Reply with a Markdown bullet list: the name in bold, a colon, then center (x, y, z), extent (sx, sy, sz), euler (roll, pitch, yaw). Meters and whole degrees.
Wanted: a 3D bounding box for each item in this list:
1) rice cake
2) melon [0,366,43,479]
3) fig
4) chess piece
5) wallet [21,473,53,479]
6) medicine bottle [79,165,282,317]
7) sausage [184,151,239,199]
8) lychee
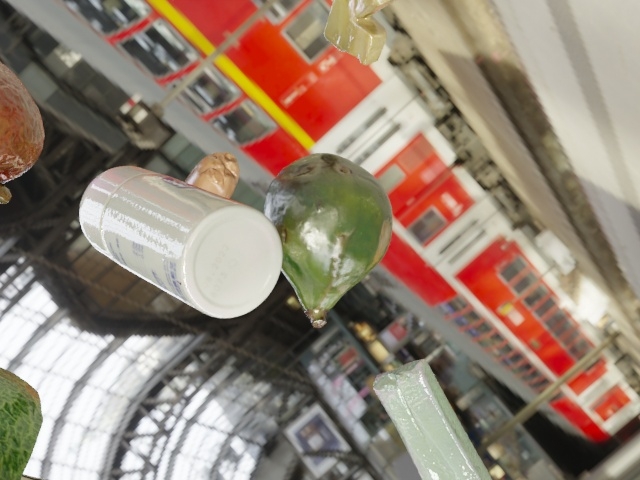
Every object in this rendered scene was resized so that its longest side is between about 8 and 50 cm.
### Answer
- **rice cake**: center (0.139, 0.245, 1.204), extent (0.221, 0.080, 0.042), euler (61, -148, -16)
- **melon**: center (-0.534, 0.244, 1.331), extent (0.343, 0.331, 0.226), euler (-100, 11, -62)
- **fig**: center (0.000, 0.000, 1.443), extent (0.195, 0.244, 0.195), euler (15, -167, -4)
- **chess piece**: center (0.087, -0.443, 1.686), extent (0.137, 0.300, 0.137), euler (12, -137, -12)
- **wallet**: center (-0.532, 0.490, 1.818), extent (0.335, 0.275, 0.068), euler (19, -123, -20)
- **medicine bottle**: center (-0.188, -0.011, 1.215), extent (0.130, 0.130, 0.341), euler (44, 166, -34)
- **sausage**: center (-0.223, -0.050, 1.758), extent (0.086, 0.289, 0.086), euler (17, -130, -21)
- **lychee**: center (-0.580, -0.177, 1.644), extent (0.300, 0.255, 0.255), euler (63, -172, 9)
